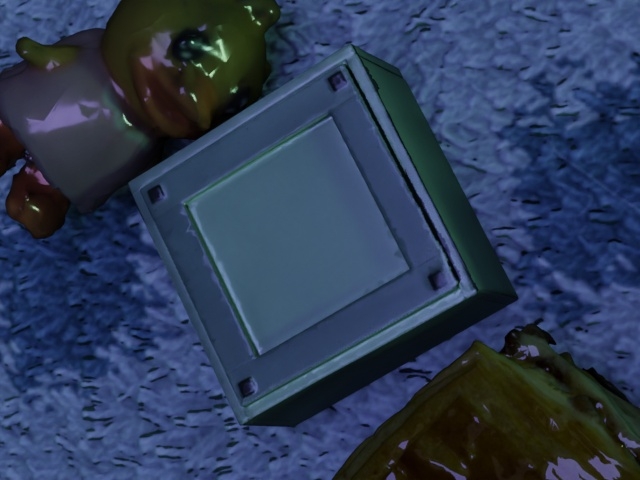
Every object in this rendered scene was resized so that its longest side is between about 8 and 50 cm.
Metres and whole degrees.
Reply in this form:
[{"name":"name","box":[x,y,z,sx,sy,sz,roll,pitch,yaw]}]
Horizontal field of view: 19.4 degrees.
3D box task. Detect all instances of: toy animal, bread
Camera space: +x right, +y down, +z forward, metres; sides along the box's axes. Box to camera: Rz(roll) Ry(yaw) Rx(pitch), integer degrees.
[{"name":"toy animal","box":[-0.155,-0.126,1.568,0.281,0.195,0.169,-25,35,22]},{"name":"bread","box":[0.141,0.254,1.391,0.324,0.167,0.277,-49,62,6]}]

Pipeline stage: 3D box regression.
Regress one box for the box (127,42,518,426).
[{"name":"box","box":[0.000,0.000,1.504,0.225,0.117,0.225,-31,73,17]}]
